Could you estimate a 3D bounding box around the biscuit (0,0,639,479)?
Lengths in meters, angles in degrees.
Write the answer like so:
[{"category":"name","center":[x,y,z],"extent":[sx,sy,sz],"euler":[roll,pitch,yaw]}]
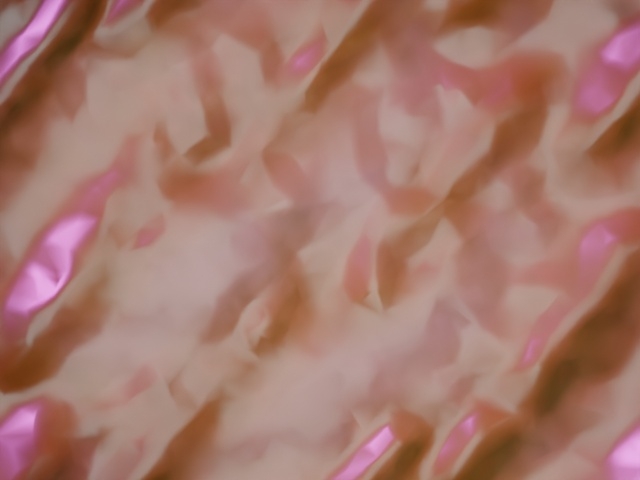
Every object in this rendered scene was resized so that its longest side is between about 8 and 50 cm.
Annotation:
[{"category":"biscuit","center":[0.000,0.000,0.680],"extent":[0.326,0.107,0.325],"euler":[0,91,13]}]
